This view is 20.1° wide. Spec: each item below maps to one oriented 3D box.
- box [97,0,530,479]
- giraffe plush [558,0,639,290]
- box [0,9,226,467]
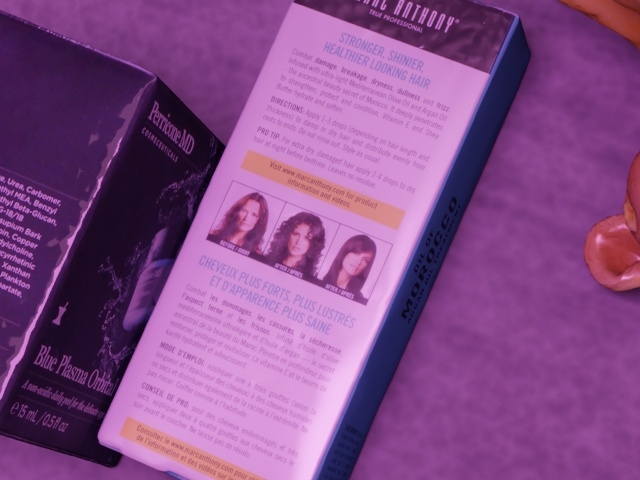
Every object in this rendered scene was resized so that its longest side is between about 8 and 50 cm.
[{"bbox_3d":[0.000,0.000,0.805,0.101,0.060,0.244,23,84,16],"label":"box"},{"bbox_3d":[0.172,-0.051,0.737,0.181,0.210,0.170,17,98,55],"label":"giraffe plush"},{"bbox_3d":[-0.119,0.004,0.782,0.093,0.156,0.158,22,83,16],"label":"box"}]
